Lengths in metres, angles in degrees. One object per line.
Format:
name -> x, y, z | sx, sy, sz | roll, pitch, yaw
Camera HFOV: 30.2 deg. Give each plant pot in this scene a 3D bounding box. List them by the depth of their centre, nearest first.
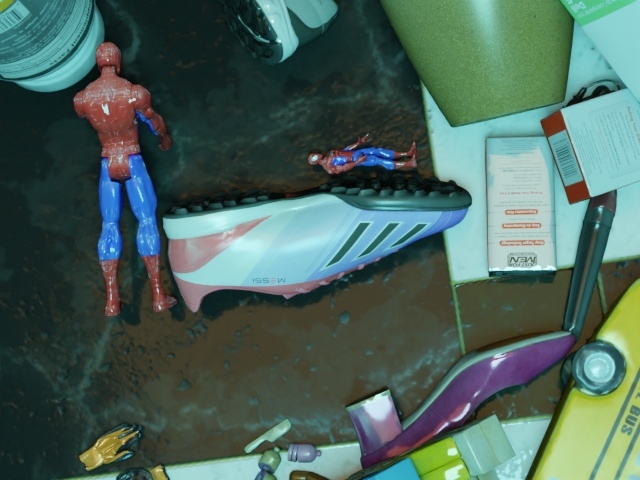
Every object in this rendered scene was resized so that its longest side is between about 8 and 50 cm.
plant pot -> 0.164, -0.251, 1.195 | 0.237, 0.237, 0.254 | -13, 93, 5

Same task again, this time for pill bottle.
pill bottle -> -0.327, -0.257, 1.217 | 0.162, 0.278, 0.162 | -1, 80, 7

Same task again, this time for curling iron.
curling iron -> 0.275, -0.032, 1.220 | 0.068, 0.035, 0.274 | 4, 82, 21

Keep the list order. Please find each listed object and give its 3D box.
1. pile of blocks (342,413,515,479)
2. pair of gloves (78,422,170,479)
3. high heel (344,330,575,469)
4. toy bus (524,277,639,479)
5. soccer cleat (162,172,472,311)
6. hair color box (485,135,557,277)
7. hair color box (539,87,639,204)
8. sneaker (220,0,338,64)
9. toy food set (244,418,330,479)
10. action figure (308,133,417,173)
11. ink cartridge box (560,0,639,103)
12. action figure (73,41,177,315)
pile of blocks -> 0.023, 0.286, 1.096 | 0.362, 0.149, 0.112 | -29, 84, 21
pair of gloves -> -0.206, 0.238, 1.246 | 0.074, 0.010, 0.083 | -32, 80, 0
high heel -> 0.152, 0.176, 1.178 | 0.244, 0.082, 0.117 | -22, 88, -2
toy bus -> 0.273, 0.200, 1.139 | 0.130, 0.108, 0.333 | 24, 83, 9
soccer cleat -> 0.000, 0.000, 1.228 | 0.318, 0.108, 0.116 | -7, 102, 3
hair color box -> 0.206, -0.034, 1.224 | 0.072, 0.043, 0.141 | 0, 78, 8
hair color box -> 0.314, -0.106, 1.184 | 0.167, 0.053, 0.093 | -18, 88, -15
sneaker -> -0.082, -0.313, 1.300 | 0.108, 0.100, 0.271 | -27, 72, -23
toy food set -> -0.025, 0.248, 1.214 | 0.078, 0.019, 0.122 | -35, 77, 0
action figure -> 0.044, -0.090, 1.261 | 0.115, 0.030, 0.038 | -5, 43, 8
ink cartridge box -> 0.377, -0.214, 1.121 | 0.198, 0.115, 0.273 | -44, 102, -23
action figure -> -0.205, -0.073, 1.273 | 0.091, 0.139, 0.280 | -5, 101, 4
